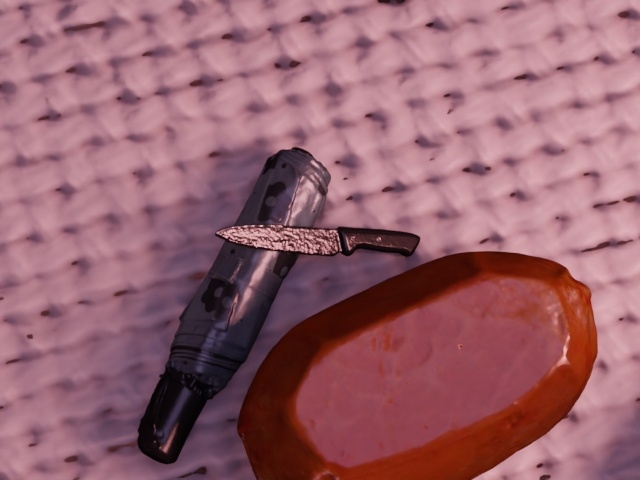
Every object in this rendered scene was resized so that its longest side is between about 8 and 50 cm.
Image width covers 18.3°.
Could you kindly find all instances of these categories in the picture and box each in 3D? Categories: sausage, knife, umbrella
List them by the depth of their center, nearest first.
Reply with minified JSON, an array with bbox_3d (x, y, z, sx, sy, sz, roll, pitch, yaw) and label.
[{"bbox_3d":[0.071,0.100,1.404,0.268,0.141,0.153,-26,85,-5],"label":"sausage"},{"bbox_3d":[0.000,0.000,1.446,0.170,0.010,0.023,4,86,-29],"label":"knife"},{"bbox_3d":[-0.064,0.047,1.449,0.053,0.052,0.250,32,78,-33],"label":"umbrella"}]
